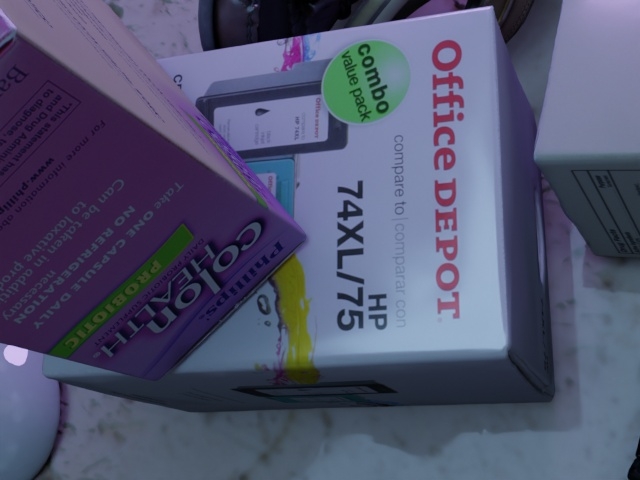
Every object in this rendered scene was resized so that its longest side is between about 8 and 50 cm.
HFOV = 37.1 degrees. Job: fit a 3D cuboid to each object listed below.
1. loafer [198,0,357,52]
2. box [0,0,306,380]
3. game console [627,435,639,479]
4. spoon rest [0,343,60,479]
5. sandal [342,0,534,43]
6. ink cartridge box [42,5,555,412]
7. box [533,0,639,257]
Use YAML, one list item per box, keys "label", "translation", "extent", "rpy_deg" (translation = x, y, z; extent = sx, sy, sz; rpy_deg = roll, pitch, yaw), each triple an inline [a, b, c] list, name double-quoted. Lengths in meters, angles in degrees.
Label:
- label: "loafer"
  translation: [0.013, -0.216, 0.664]
  extent: [0.095, 0.109, 0.302]
  rpy_deg: [14, 43, 14]
- label: "box"
  translation: [-0.152, -0.064, 0.442]
  extent: [0.117, 0.243, 0.213]
  rpy_deg: [-44, 65, 6]
- label: "game console"
  translation: [0.248, 0.141, 0.548]
  extent: [0.122, 0.107, 0.071]
  rpy_deg: [8, 35, 37]
- label: "spoon rest"
  translation: [-0.270, 0.067, 0.768]
  extent: [0.137, 0.084, 0.276]
  rpy_deg: [-4, 86, 21]
- label: "sandal"
  translation: [0.126, -0.186, 0.672]
  extent: [0.303, 0.120, 0.086]
  rpy_deg: [-33, 93, 4]
- label: "ink cartridge box"
  translation: [0.000, 0.000, 0.610]
  extent: [0.270, 0.197, 0.198]
  rpy_deg: [-5, 73, 19]
- label: "box"
  translation: [0.260, -0.068, 0.538]
  extent: [0.232, 0.149, 0.126]
  rpy_deg: [3, 68, 31]
